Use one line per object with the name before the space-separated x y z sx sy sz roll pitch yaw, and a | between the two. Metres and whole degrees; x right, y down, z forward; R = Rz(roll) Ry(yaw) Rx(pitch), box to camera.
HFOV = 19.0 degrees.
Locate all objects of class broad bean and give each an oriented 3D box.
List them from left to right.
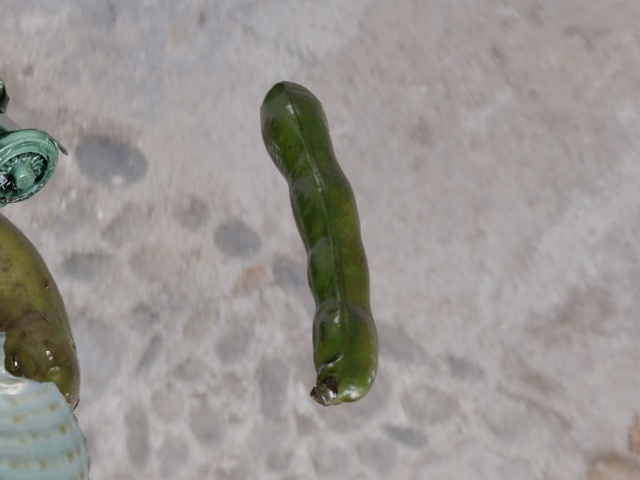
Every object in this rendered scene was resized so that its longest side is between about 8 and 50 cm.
broad bean | 0.001 0.000 1.100 0.052 0.256 0.052 14 133 -24

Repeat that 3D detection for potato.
potato | -0.304 0.066 1.714 0.149 0.113 0.251 -27 73 -30

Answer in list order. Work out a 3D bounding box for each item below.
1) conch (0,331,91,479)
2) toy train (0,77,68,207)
conch | -0.330 0.236 1.458 0.319 0.215 0.303 -34 126 21
toy train | -0.279 -0.064 1.216 0.157 0.105 0.253 -43 147 3
